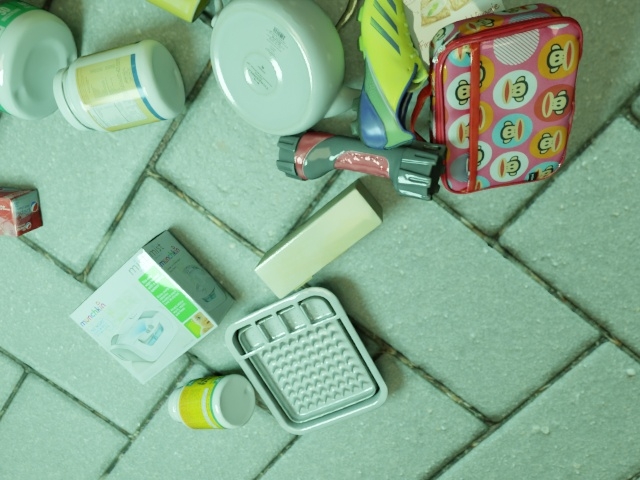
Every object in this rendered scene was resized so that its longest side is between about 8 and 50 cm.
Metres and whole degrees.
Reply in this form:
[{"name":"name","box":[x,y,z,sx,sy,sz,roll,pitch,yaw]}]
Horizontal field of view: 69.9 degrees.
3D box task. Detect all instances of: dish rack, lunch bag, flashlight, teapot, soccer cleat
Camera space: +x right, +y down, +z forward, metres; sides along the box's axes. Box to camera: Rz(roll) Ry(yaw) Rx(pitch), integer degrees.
[{"name":"dish rack","box":[-0.028,0.272,1.056,0.285,0.072,0.333,-26,103,14]},{"name":"lunch bag","box":[0.283,-0.226,0.780,0.257,0.120,0.293,-9,130,8]},{"name":"flashlight","box":[0.066,-0.137,0.833,0.303,0.103,0.103,18,139,28]},{"name":"teapot","box":[-0.057,-0.325,0.804,0.252,0.187,0.256,9,131,32]},{"name":"soccer cleat","box":[0.121,-0.292,0.743,0.121,0.093,0.290,4,90,29]}]

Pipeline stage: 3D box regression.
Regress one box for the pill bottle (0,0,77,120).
[{"name":"pill bottle","box":[-0.675,-0.383,0.852,0.360,0.204,0.204,22,110,-1]}]

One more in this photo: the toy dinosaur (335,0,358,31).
[{"name":"toy dinosaur","box":[0.069,-0.499,0.772,0.063,0.118,0.269,-14,115,-34]}]

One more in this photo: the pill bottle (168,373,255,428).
[{"name":"pill bottle","box":[-0.263,0.382,1.080,0.208,0.117,0.118,-18,107,37]}]

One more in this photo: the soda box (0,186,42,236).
[{"name":"soda box","box":[-0.780,-0.074,1.035,0.262,0.083,0.092,6,109,6]}]

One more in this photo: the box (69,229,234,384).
[{"name":"box","box":[-0.374,0.150,1.035,0.261,0.127,0.231,-37,102,18]}]

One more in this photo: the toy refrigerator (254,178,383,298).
[{"name":"toy refrigerator","box":[0.000,0.000,0.944,0.269,0.102,0.094,-37,100,17]}]

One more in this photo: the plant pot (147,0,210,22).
[{"name":"plant pot","box":[-0.273,-0.502,0.747,0.238,0.254,0.254,33,110,-20]}]

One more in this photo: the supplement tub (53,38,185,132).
[{"name":"supplement tub","box":[-0.379,-0.288,0.875,0.199,0.144,0.145,-9,107,11]}]

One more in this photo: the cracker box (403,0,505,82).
[{"name":"cracker box","box":[0.224,-0.398,0.796,0.155,0.067,0.233,-25,103,16]}]
